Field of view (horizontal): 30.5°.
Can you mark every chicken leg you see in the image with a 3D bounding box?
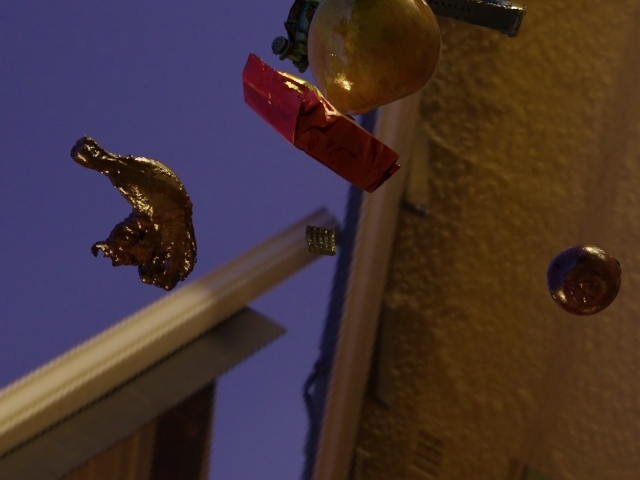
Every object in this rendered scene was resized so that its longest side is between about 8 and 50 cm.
[{"bbox_3d":[-0.301,-0.045,1.942,0.177,0.083,0.323,-12,-54,-11],"label":"chicken leg"}]

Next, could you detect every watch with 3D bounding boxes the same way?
[{"bbox_3d":[0.252,-0.448,2.213,0.276,0.274,0.068,-64,-8,-74],"label":"watch"}]

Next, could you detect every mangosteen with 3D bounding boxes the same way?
[{"bbox_3d":[0.535,0.079,2.413,0.146,0.156,0.181,-62,6,3],"label":"mangosteen"}]

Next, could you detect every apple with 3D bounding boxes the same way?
[{"bbox_3d":[0.073,-0.280,1.671,0.196,0.196,0.196,-42,-34,-38],"label":"apple"}]

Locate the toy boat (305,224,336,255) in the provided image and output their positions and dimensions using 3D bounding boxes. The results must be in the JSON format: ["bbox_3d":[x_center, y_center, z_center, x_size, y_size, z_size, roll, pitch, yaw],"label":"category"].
[{"bbox_3d":[0.000,0.000,2.408,0.115,0.063,0.016,-97,18,-68],"label":"toy boat"}]

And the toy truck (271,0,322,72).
[{"bbox_3d":[-0.022,-0.364,1.971,0.080,0.078,0.154,27,-107,-51],"label":"toy truck"}]

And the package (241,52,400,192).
[{"bbox_3d":[-0.001,-0.243,2.500,0.123,0.196,0.423,-54,-37,5],"label":"package"}]
